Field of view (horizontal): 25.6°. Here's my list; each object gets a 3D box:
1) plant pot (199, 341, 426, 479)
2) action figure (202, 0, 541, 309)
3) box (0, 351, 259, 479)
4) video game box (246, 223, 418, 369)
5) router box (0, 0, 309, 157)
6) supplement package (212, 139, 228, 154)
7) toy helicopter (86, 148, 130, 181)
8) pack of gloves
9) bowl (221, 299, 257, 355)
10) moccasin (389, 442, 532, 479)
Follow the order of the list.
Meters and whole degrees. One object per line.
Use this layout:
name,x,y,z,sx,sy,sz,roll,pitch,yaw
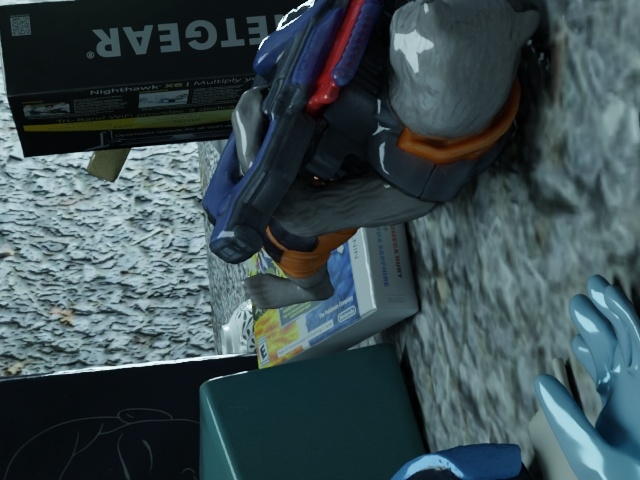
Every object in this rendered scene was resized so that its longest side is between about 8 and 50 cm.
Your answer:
plant pot,0.009,0.237,1.139,0.165,0.166,0.234,96,159,-51
action figure,0.050,-0.108,0.880,0.341,0.179,0.330,-67,10,-12
box,-0.220,0.397,1.663,0.297,0.472,0.479,118,147,-74
video game box,0.000,0.000,1.193,0.205,0.048,0.187,-35,56,54
router box,-0.123,-0.149,1.259,0.243,0.309,0.081,136,128,-78
supplement package,-0.061,-0.145,1.522,0.179,0.105,0.105,-137,43,-76
toy helicopter,-0.161,-0.224,1.470,0.355,0.140,0.235,-62,11,20
pack of gloves,0.130,0.147,0.673,0.195,0.046,0.232,99,164,-54
bowl,-0.099,0.155,2.013,0.170,0.080,0.170,175,90,-82
moccasin,0.061,0.254,0.891,0.342,0.138,0.116,96,162,-54
